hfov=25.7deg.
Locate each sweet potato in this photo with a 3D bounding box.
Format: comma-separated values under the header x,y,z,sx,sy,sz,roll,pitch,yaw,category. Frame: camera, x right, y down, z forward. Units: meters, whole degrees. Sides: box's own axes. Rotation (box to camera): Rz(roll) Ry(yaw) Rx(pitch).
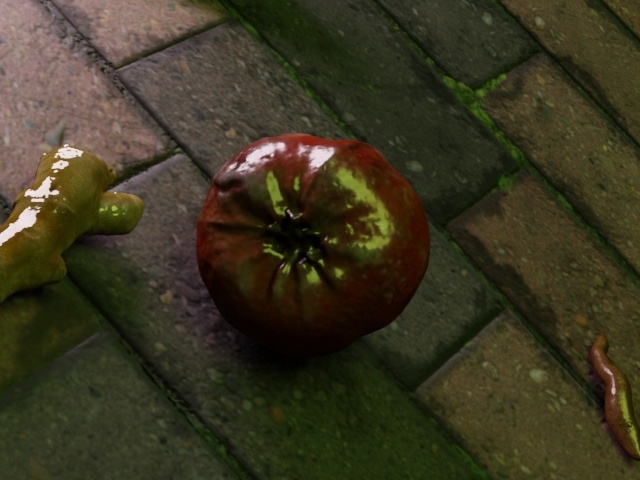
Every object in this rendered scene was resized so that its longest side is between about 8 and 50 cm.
x,y,z,sx,sy,sz,roll,pitch,yaw,category
0.360,0.187,1.703,0.044,0.044,0.179,11,49,-30,sweet potato

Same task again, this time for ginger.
x,y,z,sx,sy,sz,roll,pitch,yaw,category
-0.291,0.000,1.351,0.118,0.065,0.299,41,43,6,ginger

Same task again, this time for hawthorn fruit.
x,y,z,sx,sy,sz,roll,pitch,yaw,category
0.000,0.000,1.484,0.242,0.242,0.272,49,10,9,hawthorn fruit
